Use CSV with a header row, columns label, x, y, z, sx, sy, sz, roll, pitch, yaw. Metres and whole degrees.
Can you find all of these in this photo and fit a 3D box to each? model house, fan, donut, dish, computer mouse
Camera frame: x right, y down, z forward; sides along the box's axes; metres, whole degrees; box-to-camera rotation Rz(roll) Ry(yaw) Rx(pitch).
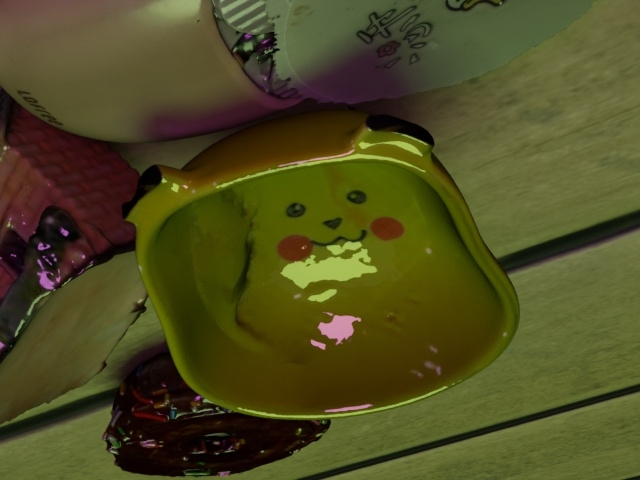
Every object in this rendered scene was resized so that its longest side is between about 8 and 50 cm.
label,x,y,z,sx,sy,sz,roll,pitch,yaw
model house,-0.209,0.002,0.705,0.183,0.172,0.166,-49,168,26
fan,0.153,-0.185,0.551,0.414,0.012,0.233,-30,159,18
donut,-0.107,0.173,1.119,0.235,0.089,0.235,-6,152,-3
dish,0.000,0.000,0.689,0.221,0.108,0.262,-14,137,9
computer mouse,-0.074,-0.119,0.605,0.236,0.082,0.145,-13,150,13
